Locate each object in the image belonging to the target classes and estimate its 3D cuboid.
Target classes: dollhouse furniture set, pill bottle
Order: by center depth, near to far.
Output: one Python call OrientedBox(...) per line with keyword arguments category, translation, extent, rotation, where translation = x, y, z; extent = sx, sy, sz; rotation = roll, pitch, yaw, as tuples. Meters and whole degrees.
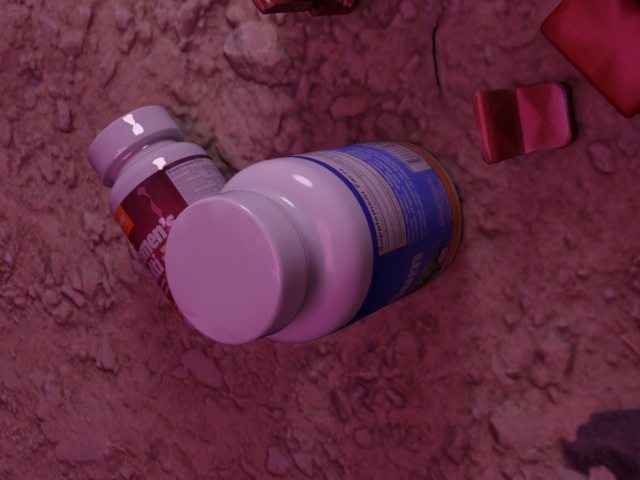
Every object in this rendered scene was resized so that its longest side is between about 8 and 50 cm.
OrientedBox(category="dollhouse furniture set", translation=(0.094, -0.208, 0.730), extent=(0.374, 0.152, 0.201), rotation=(50, 122, 14))
OrientedBox(category="pill bottle", translation=(0.000, 0.000, 0.767), extent=(0.152, 0.272, 0.152), rotation=(8, 106, 32))
OrientedBox(category="pill bottle", translation=(-0.145, -0.025, 0.948), extent=(0.121, 0.121, 0.221), rotation=(-43, 77, 32))

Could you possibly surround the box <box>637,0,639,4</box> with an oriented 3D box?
OrientedBox(category="box", translation=(0.284, -0.252, 0.587), extent=(0.203, 0.167, 0.168), rotation=(-40, 79, 33))
